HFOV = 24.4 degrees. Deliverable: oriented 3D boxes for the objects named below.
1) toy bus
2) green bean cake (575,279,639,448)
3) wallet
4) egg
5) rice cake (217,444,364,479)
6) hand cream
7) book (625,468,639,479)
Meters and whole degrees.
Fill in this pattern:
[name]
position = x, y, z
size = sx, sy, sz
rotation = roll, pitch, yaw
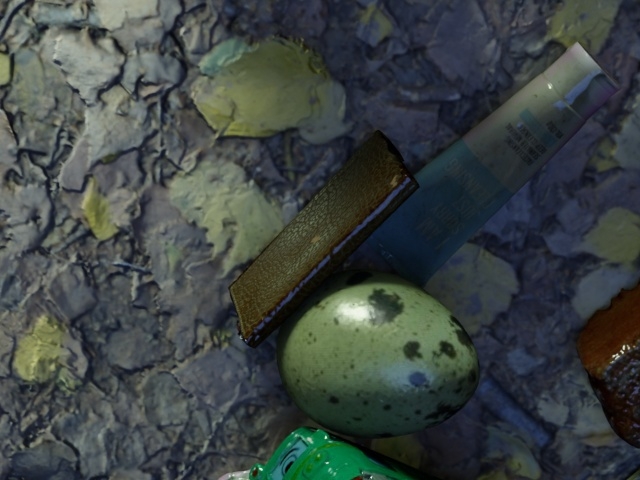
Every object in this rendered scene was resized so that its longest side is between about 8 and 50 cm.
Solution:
[toy bus]
position = 0.077, 0.327, 1.566
size = 0.343, 0.199, 0.183
rotation = 28, 96, -33
[green bean cake]
position = 0.395, 0.101, 1.609
size = 0.232, 0.097, 0.198
rotation = -27, 106, 6
[wallet]
position = 0.000, 0.000, 1.550
size = 0.243, 0.133, 0.039
rotation = -45, 117, 9
[egg]
position = 0.061, 0.121, 1.546
size = 0.228, 0.177, 0.177
rotation = 12, 109, 35
[rice cake]
position = -0.024, 0.340, 1.692
size = 0.189, 0.037, 0.198
rotation = -12, 105, 1
[hand cream]
position = 0.176, -0.081, 1.568
size = 0.111, 0.070, 0.312
rotation = 42, 104, -15
[book]
position = 0.378, 0.384, 1.726
size = 0.282, 0.025, 0.215
rotation = -44, 104, 8
